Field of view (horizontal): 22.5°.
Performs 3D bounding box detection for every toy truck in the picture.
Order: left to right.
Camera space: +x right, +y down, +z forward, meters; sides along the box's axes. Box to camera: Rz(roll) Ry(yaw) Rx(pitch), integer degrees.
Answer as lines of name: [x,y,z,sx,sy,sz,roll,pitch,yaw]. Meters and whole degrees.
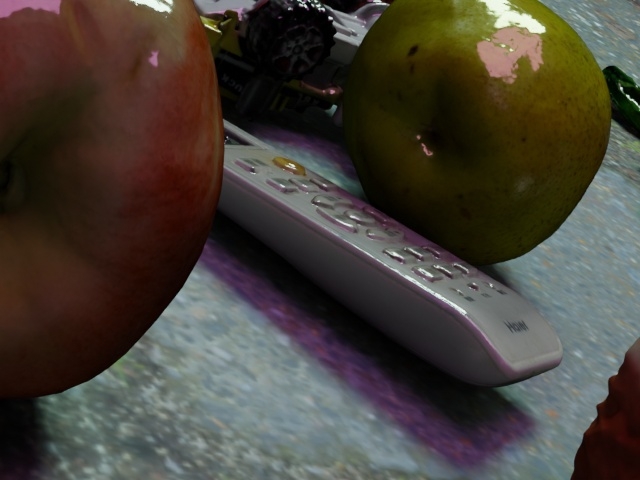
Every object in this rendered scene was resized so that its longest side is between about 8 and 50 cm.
toy truck: [0.007,-0.138,1.203,0.286,0.111,0.136,14,28,-35]

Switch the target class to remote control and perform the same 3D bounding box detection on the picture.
remote control: [0.000,0.000,0.977,0.313,0.055,0.109,32,16,22]

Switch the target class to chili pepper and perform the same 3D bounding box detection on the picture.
chili pepper: [0.346,-0.132,1.672,0.073,0.050,0.182,-9,39,-46]

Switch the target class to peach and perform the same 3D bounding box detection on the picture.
peach: [-0.159,-0.059,0.696,0.232,0.232,0.257,14,17,-32]

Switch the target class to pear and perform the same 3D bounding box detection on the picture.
pear: [0.101,-0.080,1.083,0.198,0.198,0.198,24,22,-10]

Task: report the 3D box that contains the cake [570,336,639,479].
cake: [0.341,0.092,0.804,0.269,0.319,0.270,15,25,-32]

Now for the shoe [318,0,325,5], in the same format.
shoe: [-0.074,-0.228,1.314,0.336,0.132,0.171,13,35,-39]
